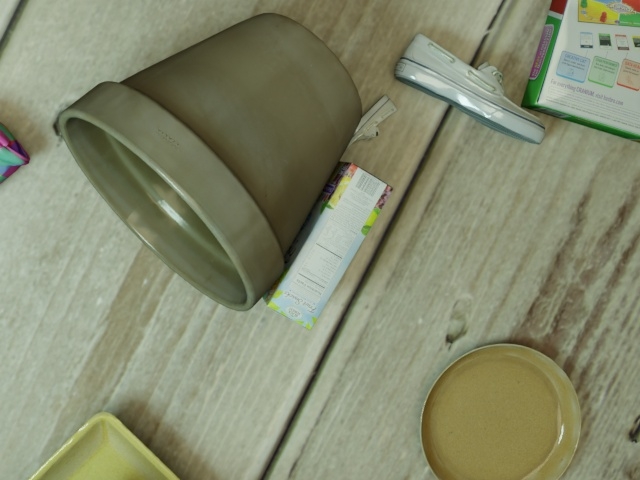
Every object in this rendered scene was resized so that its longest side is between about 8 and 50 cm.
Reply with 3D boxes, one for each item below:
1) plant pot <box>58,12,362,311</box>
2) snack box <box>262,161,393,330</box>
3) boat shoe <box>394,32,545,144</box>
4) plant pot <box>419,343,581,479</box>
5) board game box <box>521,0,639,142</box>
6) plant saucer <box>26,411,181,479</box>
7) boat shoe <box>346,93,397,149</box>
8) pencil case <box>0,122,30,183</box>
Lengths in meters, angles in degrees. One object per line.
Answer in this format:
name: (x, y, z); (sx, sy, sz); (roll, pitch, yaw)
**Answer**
plant pot: (-0.109, -0.123, 1.248); (0.323, 0.323, 0.280); (46, 72, -9)
snack box: (0.000, 0.000, 1.318); (0.070, 0.174, 0.207); (29, 90, -10)
boat shoe: (0.214, -0.208, 1.375); (0.226, 0.083, 0.075); (26, 92, -8)
plant pot: (0.253, 0.261, 1.448); (0.236, 0.032, 0.236); (-1, 95, -9)
board game box: (0.441, -0.305, 1.407); (0.242, 0.064, 0.316); (16, 93, -9)
plant saucer: (-0.291, 0.443, 1.365); (0.333, 0.081, 0.333); (-44, 99, -3)
boat shoe: (0.065, -0.153, 1.385); (0.035, 0.035, 0.100); (45, 81, -6)
pencil case: (-0.481, -0.058, 1.285); (0.236, 0.104, 0.104); (-45, 99, -3)
